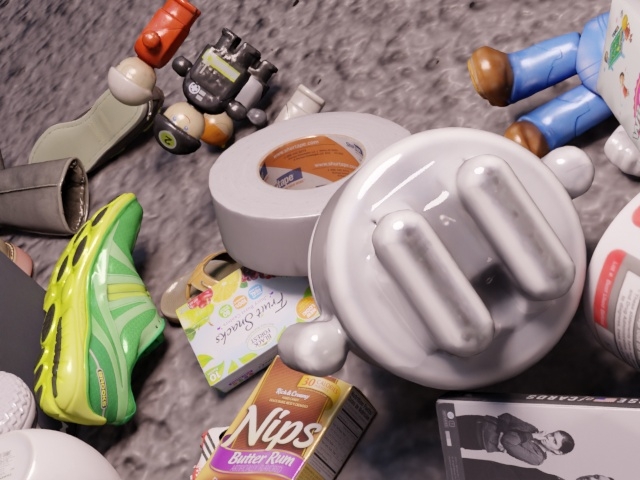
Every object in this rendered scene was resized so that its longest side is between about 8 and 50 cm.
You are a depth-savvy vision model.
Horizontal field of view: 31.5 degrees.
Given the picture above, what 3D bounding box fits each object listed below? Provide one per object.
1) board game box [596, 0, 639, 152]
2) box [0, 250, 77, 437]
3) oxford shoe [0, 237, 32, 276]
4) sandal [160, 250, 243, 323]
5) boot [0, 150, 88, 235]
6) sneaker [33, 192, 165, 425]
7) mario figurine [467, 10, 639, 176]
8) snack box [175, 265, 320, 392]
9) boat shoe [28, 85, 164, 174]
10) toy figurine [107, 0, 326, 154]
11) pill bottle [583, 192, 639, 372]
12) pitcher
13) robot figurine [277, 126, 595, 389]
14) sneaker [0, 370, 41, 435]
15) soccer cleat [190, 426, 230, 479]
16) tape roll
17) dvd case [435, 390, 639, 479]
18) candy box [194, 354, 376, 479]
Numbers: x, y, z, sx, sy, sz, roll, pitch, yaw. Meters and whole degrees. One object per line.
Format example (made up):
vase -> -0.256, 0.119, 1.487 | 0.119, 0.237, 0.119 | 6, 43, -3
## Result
board game box -> 0.362, -0.100, 0.862 | 0.224, 0.097, 0.303 | 1, 29, -3
box -> -0.461, 0.129, 1.251 | 0.294, 0.296, 0.183 | -18, 45, 22
oxford shoe -> -0.579, 0.064, 1.506 | 0.397, 0.146, 0.140 | -24, 44, 18
sandal -> -0.104, 0.040, 1.251 | 0.180, 0.049, 0.072 | -16, 46, 25
boot -> -0.407, -0.093, 1.534 | 0.208, 0.076, 0.190 | -6, 94, 41
sneaker -> -0.237, 0.079, 1.263 | 0.109, 0.123, 0.295 | -34, 39, 39
mario figurine -> 0.298, -0.192, 1.059 | 0.320, 0.198, 0.170 | -28, 30, 20
snack box -> -0.069, 0.079, 1.180 | 0.141, 0.037, 0.100 | -34, 62, 7
boat shoe -> -0.306, -0.142, 1.551 | 0.227, 0.081, 0.068 | -29, -3, 29
toy figurine -> -0.122, -0.165, 1.328 | 0.148, 0.209, 0.213 | -54, 46, 5
pill bottle -> 0.341, 0.073, 0.807 | 0.161, 0.161, 0.283 | -45, 41, -6
pitcher -> -0.244, 0.267, 1.035 | 0.177, 0.207, 0.125 | -25, 43, 19
robot figurine -> 0.094, 0.019, 0.948 | 0.300, 0.200, 0.353 | -30, 0, -5
sneaker -> -0.417, 0.266, 1.132 | 0.366, 0.210, 0.137 | -16, 34, 11
soccer cleat -> -0.103, 0.218, 1.109 | 0.035, 0.029, 0.083 | -21, 39, 26
tape roll -> -0.004, -0.053, 1.182 | 0.219, 0.072, 0.219 | -8, 33, 5
dvd case -> 0.203, 0.199, 0.808 | 0.238, 0.179, 0.029 | -3, 10, 34
candy box -> -0.044, 0.207, 1.057 | 0.109, 0.053, 0.187 | 15, 63, 44
